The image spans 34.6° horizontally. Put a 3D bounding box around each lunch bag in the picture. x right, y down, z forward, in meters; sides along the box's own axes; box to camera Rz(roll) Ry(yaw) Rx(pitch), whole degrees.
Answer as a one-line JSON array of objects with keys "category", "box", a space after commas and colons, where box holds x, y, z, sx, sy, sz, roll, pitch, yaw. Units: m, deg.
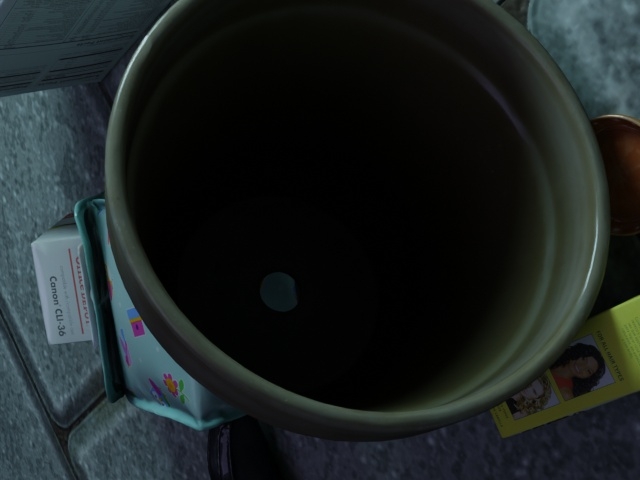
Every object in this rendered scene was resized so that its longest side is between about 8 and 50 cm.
[{"category": "lunch bag", "box": [-0.144, 0.051, 1.013, 0.262, 0.160, 0.223, 2, 104, 55]}]

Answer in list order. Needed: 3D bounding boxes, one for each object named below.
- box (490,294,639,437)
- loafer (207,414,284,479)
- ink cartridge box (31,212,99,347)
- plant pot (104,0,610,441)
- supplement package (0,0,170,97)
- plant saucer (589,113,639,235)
[{"category": "box", "box": [0.211, 0.066, 0.676, 0.232, 0.087, 0.058, -36, 74, 49]}, {"category": "loafer", "box": [-0.058, 0.273, 1.064, 0.078, 0.076, 0.223, -2, 107, 43]}, {"category": "ink cartridge box", "box": [-0.259, 0.040, 1.117, 0.198, 0.067, 0.115, -89, -8, -78]}, {"category": "plant pot", "box": [0.000, 0.000, 0.751, 0.323, 0.323, 0.280, 63, 159, 11]}, {"category": "supplement package", "box": [-0.285, -0.288, 1.013, 0.262, 0.198, 0.199, -32, 80, 49]}, {"category": "plant saucer", "box": [0.203, -0.045, 0.699, 0.083, 0.013, 0.084, 19, 117, 44]}]
